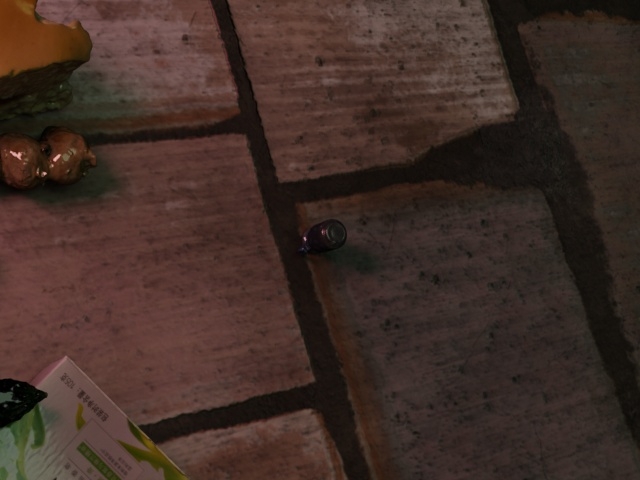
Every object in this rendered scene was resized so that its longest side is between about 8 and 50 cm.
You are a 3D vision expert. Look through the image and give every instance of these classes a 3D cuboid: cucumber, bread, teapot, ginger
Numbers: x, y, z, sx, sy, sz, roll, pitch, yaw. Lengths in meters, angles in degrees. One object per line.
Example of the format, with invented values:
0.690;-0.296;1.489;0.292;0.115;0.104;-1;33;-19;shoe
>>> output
-0.475;0.214;1.264;0.300;0.072;0.072;-16;81;-12;cucumber
-0.461;-0.278;1.460;0.224;0.183;0.211;-25;82;-39;bread
0.004;0.001;1.720;0.049;0.083;0.063;29;67;-20;teapot
-0.418;-0.112;1.486;0.204;0.080;0.104;-12;47;-37;ginger

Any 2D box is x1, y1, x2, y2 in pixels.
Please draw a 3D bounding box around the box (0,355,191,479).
-0.316;0.311;1.377;0.260;0.111;0.194;48;54;-12;box
